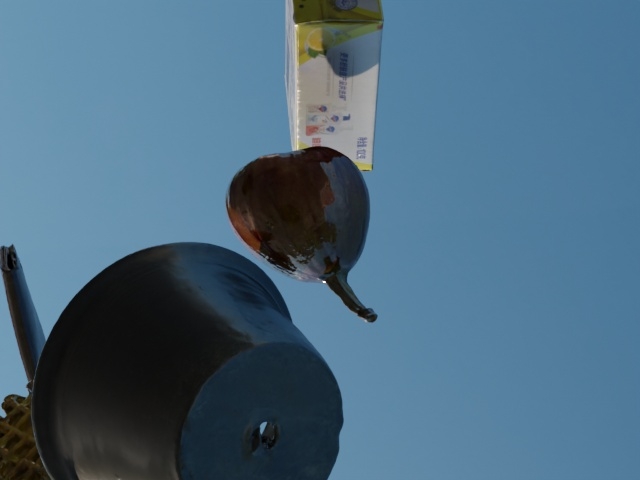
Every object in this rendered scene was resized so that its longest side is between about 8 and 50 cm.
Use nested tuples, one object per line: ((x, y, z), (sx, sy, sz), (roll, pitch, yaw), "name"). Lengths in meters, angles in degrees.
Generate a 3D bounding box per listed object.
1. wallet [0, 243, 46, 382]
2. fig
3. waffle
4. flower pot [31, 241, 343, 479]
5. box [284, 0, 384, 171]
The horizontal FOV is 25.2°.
((-0.402, 0.134, 1.989), (0.137, 0.031, 0.255), (-118, -163, -69), "wallet")
((-0.008, -0.019, 1.594), (0.148, 0.202, 0.149), (-14, -152, 47), "fig")
((-0.266, 0.204, 1.497), (0.197, 0.070, 0.193), (-26, -148, 3), "waffle")
((-0.079, 0.126, 1.062), (0.148, 0.235, 0.235), (16, -95, 54), "flower pot")
((0.011, -0.219, 1.659), (0.265, 0.097, 0.168), (91, -6, -53), "box")
